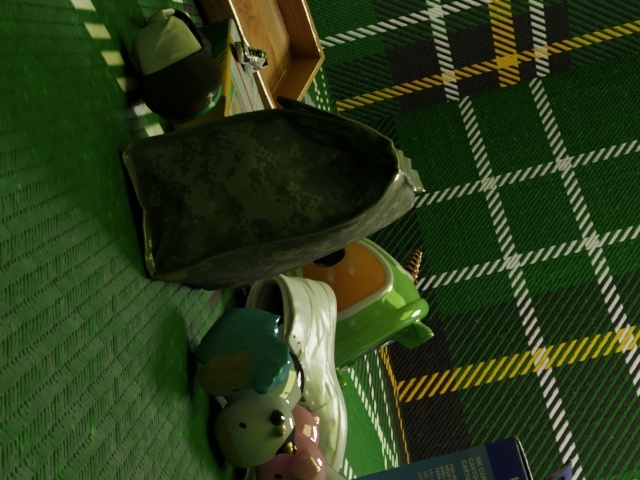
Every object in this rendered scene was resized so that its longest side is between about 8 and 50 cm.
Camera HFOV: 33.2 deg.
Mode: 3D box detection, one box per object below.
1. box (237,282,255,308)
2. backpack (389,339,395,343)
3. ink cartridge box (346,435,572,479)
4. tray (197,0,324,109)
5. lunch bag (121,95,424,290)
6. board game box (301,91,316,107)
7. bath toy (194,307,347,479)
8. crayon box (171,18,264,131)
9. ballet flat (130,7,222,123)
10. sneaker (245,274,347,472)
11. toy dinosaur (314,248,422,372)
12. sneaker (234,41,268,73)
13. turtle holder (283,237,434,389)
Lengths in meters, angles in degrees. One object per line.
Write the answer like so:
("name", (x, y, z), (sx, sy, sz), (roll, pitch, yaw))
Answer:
("box", (-0.098, 0.076, 1.542), (0.083, 0.018, 0.067), (-91, 165, -64))
("backpack", (0.093, 0.150, 2.400), (0.117, 0.158, 0.173), (21, 45, -44))
("ink cartridge box", (0.199, 0.432, 1.632), (0.270, 0.396, 0.151), (65, 12, -60))
("tray", (-0.111, -0.400, 1.872), (0.202, 0.076, 0.411), (-63, 150, -29))
("lunch bag", (-0.037, -0.053, 1.170), (0.235, 0.287, 0.168), (32, 44, -80))
("board game box", (-0.033, -0.191, 2.357), (0.303, 0.098, 0.224), (47, 30, -74))
("bath toy", (-0.037, 0.238, 1.245), (0.151, 0.129, 0.348), (-56, 142, -33))
("crayon box", (-0.131, -0.147, 1.473), (0.323, 0.083, 0.203), (-95, 168, -58))
("ballet flat", (-0.176, -0.215, 1.255), (0.096, 0.095, 0.280), (62, 1, -23))
("sneaker", (-0.046, 0.188, 1.481), (0.169, 0.108, 0.292), (21, 61, -60))
("toy dinosaur", (0.083, 0.131, 2.036), (0.322, 0.218, 0.164), (-21, 118, -43))
("sneaker", (-0.095, -0.260, 1.498), (0.083, 0.037, 0.031), (38, 39, -76))
("turtle holder", (0.046, 0.107, 1.761), (0.227, 0.243, 0.320), (59, 14, 7))
